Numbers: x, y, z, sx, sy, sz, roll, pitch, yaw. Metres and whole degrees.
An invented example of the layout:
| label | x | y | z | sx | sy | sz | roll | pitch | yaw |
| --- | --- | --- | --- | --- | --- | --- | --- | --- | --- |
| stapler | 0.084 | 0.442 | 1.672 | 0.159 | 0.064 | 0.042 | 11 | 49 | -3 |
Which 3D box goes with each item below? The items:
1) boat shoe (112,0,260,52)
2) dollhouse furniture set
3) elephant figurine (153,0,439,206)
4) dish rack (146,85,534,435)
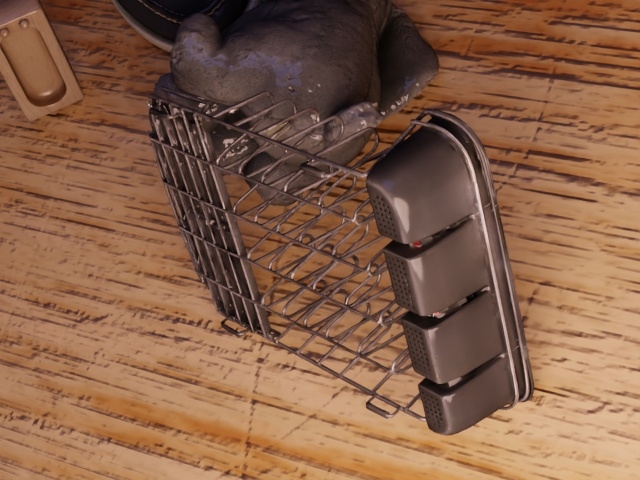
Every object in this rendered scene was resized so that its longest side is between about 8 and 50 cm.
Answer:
| label | x | y | z | sx | sy | sz | roll | pitch | yaw |
| --- | --- | --- | --- | --- | --- | --- | --- | --- | --- |
| boat shoe | -0.153 | -0.286 | 1.324 | 0.127 | 0.113 | 0.340 | -30 | 52 | 8 |
| dollhouse furniture set | -0.254 | -0.080 | 1.254 | 0.151 | 0.144 | 0.123 | -23 | 57 | -4 |
| elephant figurine | 0.001 | -0.156 | 1.151 | 0.186 | 0.169 | 0.239 | 30 | 60 | 9 |
| dish rack | 0.000 | 0.000 | 1.022 | 0.074 | 0.208 | 0.271 | -34 | 36 | -29 |
